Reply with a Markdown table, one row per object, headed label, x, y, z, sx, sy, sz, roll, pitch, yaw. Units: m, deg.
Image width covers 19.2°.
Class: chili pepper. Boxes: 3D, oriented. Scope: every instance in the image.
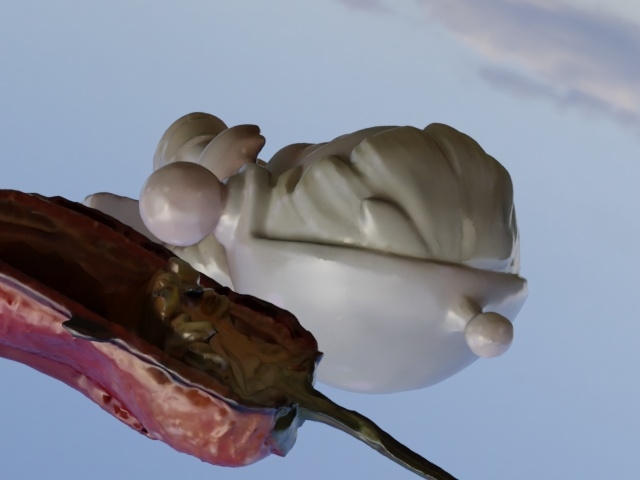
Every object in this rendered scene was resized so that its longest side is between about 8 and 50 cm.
| label | x | y | z | sx | sy | sz | roll | pitch | yaw |
| --- | --- | --- | --- | --- | --- | --- | --- | --- | --- |
| chili pepper | -0.077 | 0.013 | 0.504 | 0.268 | 0.050 | 0.059 | 24 | -147 | 11 |

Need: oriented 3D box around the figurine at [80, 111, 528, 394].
| label | x | y | z | sx | sy | sz | roll | pitch | yaw |
| --- | --- | --- | --- | --- | --- | --- | --- | --- | --- |
| figurine | -0.007 | 0.007 | 0.868 | 0.182 | 0.144 | 0.257 | 38 | 159 | -26 |
